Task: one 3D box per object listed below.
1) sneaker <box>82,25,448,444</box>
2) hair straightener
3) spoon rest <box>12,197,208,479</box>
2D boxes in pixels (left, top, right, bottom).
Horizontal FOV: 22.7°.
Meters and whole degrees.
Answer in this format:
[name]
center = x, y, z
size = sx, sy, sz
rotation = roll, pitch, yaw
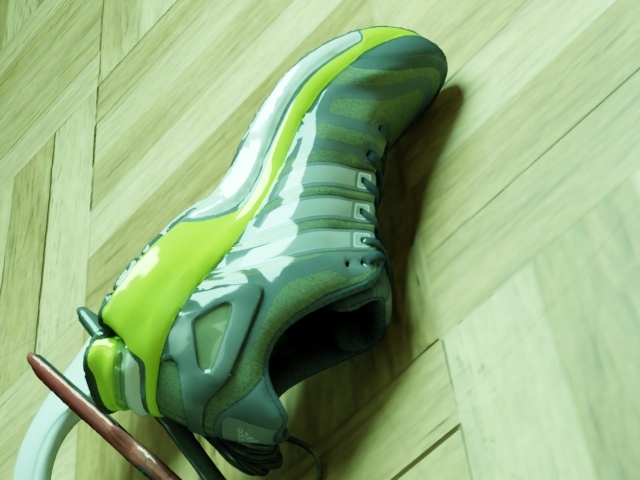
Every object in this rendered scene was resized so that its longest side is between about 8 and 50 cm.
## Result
[sneaker]
center = 0.000, 0.000, 0.904
size = 0.121, 0.111, 0.300
rotation = 26, 63, 20
[hair straightener]
center = -0.074, 0.098, 0.898
size = 0.089, 0.047, 0.230
rotation = -46, 46, -10
[spoon rest]
center = -0.121, 0.087, 1.015
size = 0.137, 0.084, 0.276
rotation = -12, 51, 54
